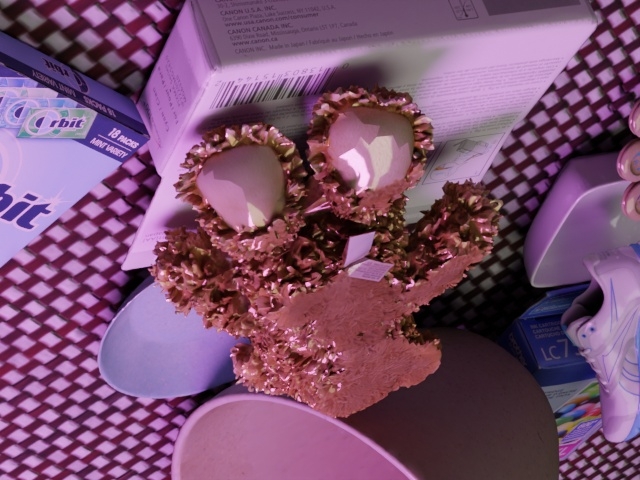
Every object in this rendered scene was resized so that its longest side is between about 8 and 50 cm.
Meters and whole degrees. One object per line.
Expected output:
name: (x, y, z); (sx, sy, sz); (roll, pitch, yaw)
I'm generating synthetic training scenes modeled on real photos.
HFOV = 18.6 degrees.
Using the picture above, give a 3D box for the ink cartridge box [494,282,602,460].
ink cartridge box: (0.220, 0.132, 1.830); (0.186, 0.065, 0.311); (-8, 150, -30)

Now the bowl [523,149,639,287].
bowl: (0.242, -0.026, 1.662); (0.142, 0.053, 0.142); (-9, 143, -28)

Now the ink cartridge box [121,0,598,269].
ink cartridge box: (0.013, -0.089, 1.385); (0.296, 0.066, 0.261); (-9, 154, -26)

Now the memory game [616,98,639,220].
memory game: (0.318, -0.084, 1.603); (0.186, 0.012, 0.186); (-16, 122, -27)

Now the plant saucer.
plant saucer: (-0.090, 0.053, 1.541); (0.195, 0.037, 0.195); (-19, 147, -13)

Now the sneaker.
sneaker: (0.246, 0.088, 1.687); (0.083, 0.071, 0.191); (-5, 112, -14)

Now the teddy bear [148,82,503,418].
teddy bear: (0.000, 0.000, 1.381); (0.245, 0.113, 0.338); (-32, 148, 7)

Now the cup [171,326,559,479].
cup: (0.073, 0.205, 1.670); (0.237, 0.331, 0.331); (-41, 162, -39)

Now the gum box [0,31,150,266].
gum box: (-0.230, -0.048, 1.284); (0.184, 0.041, 0.157); (-38, 147, 18)

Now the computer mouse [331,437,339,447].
computer mouse: (-0.081, 0.278, 1.813); (0.272, 0.072, 0.188); (-12, 130, -19)
